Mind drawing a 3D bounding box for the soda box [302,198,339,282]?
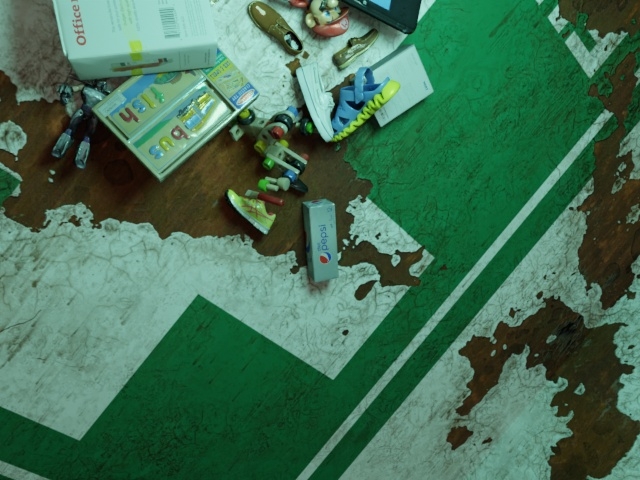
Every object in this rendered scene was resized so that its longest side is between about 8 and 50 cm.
[{"bbox_3d":[0.000,0.000,1.818,0.097,0.091,0.287,-11,111,-16],"label":"soda box"}]

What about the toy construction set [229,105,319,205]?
[{"bbox_3d":[-0.183,-0.286,1.618,0.237,0.257,0.309,16,85,21],"label":"toy construction set"}]

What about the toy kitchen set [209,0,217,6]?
[{"bbox_3d":[-0.328,-0.740,1.476,0.075,0.068,0.083,-43,115,-1],"label":"toy kitchen set"}]

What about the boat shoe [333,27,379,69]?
[{"bbox_3d":[0.118,-0.643,1.661,0.178,0.064,0.060,-41,117,1],"label":"boat shoe"}]

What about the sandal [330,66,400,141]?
[{"bbox_3d":[0.111,-0.446,1.639,0.138,0.126,0.317,47,129,-8],"label":"sandal"}]

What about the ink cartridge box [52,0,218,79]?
[{"bbox_3d":[-0.498,-0.613,1.365,0.384,0.160,0.280,-11,88,-15],"label":"ink cartridge box"}]

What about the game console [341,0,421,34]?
[{"bbox_3d":[0.157,-0.854,1.534,0.386,0.060,0.343,16,74,-23],"label":"game console"}]

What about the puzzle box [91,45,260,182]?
[{"bbox_3d":[-0.414,-0.402,1.478,0.272,0.052,0.409,46,76,-8],"label":"puzzle box"}]

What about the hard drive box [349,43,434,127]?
[{"bbox_3d":[0.246,-0.530,1.728,0.232,0.089,0.181,-33,115,-5],"label":"hard drive box"}]

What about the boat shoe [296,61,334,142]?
[{"bbox_3d":[0.001,-0.449,1.624,0.084,0.095,0.258,-21,93,14],"label":"boat shoe"}]

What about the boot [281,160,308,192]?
[{"bbox_3d":[-0.079,-0.229,1.744,0.121,0.045,0.099,21,96,-23],"label":"boot"}]

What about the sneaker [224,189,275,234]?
[{"bbox_3d":[-0.237,-0.115,1.715,0.208,0.081,0.094,42,84,-32],"label":"sneaker"}]

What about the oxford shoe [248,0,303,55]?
[{"bbox_3d":[-0.130,-0.665,1.565,0.212,0.076,0.076,35,95,-23],"label":"oxford shoe"}]

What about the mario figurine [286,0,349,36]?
[{"bbox_3d":[-0.015,-0.766,1.513,0.198,0.170,0.321,-33,111,22],"label":"mario figurine"}]

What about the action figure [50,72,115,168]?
[{"bbox_3d":[-0.681,-0.361,1.468,0.185,0.099,0.285,23,96,-19],"label":"action figure"}]
